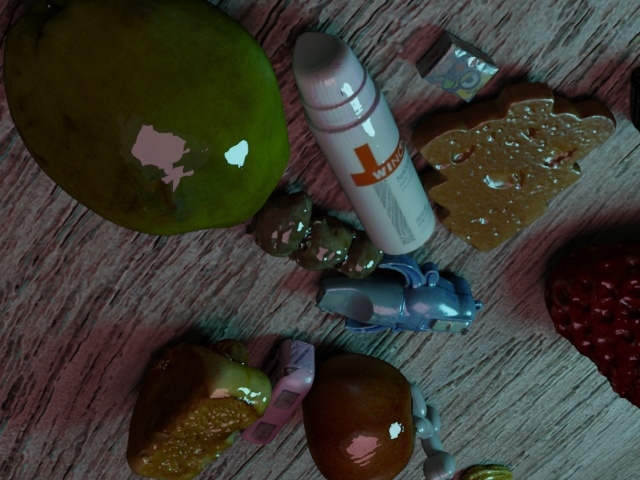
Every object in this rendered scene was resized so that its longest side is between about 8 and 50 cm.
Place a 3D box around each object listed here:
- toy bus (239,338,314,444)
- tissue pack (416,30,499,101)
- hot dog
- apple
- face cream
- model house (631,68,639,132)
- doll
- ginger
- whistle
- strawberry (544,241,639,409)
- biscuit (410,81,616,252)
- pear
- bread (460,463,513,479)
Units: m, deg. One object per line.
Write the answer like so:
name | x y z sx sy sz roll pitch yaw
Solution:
toy bus | -0.072 0.245 1.676 0.063 0.090 0.203 18 132 -17
tissue pack | 0.169 -0.213 1.295 0.083 0.035 0.063 19 128 -33
hot dog | -0.192 0.246 1.600 0.150 0.153 0.256 26 122 -32
apple | 0.071 0.292 1.683 0.173 0.210 0.235 -11 153 12
face cream | 0.055 -0.117 1.319 0.102 0.102 0.345 -22 139 8
model house | 0.497 -0.143 1.386 0.165 0.152 0.106 -4 143 -10
doll | 0.186 0.345 1.812 0.059 0.160 0.161 -27 136 11
ginger | 0.000 0.000 1.444 0.204 0.080 0.104 26 119 -34
whistle | 0.124 0.090 1.581 0.269 0.093 0.180 9 139 -17
strawberry | 0.517 0.129 1.611 0.345 0.295 0.317 13 170 -5
biscuit | 0.249 -0.095 1.442 0.284 0.043 0.306 -5 139 -13
pear | -0.182 -0.141 1.121 0.269 0.269 0.321 -35 122 20
bread | 0.334 0.483 2.093 0.111 0.044 0.083 9 129 -27
